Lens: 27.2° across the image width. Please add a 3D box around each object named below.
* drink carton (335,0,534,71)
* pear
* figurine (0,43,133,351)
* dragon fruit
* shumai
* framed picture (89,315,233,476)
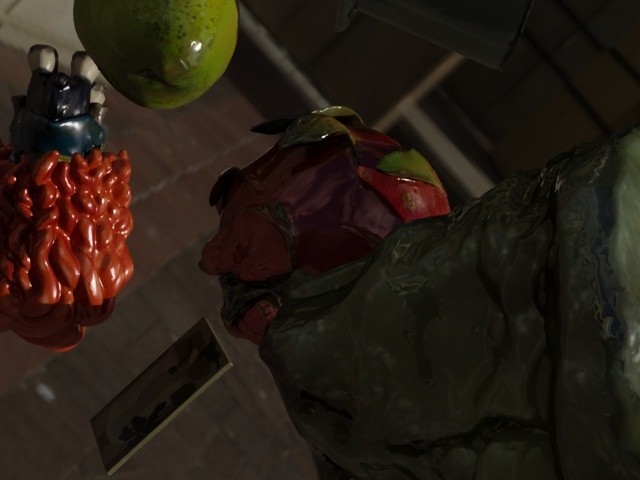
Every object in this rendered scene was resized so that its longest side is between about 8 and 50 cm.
[{"bbox_3d":[0.134,-0.286,1.401,0.189,0.186,0.191,19,-9,0],"label":"drink carton"},{"bbox_3d":[-0.167,-0.227,1.384,0.187,0.187,0.220,36,21,-41],"label":"pear"},{"bbox_3d":[-0.364,-0.064,1.776,0.241,0.306,0.412,15,39,-22],"label":"figurine"},{"bbox_3d":[0.004,-0.003,1.137,0.224,0.224,0.227,52,26,14],"label":"dragon fruit"},{"bbox_3d":[0.129,0.106,0.886,0.397,0.323,0.324,8,73,-65],"label":"shumai"},{"bbox_3d":[-0.201,0.190,1.643,0.010,0.201,0.136,48,1,-29],"label":"framed picture"}]
